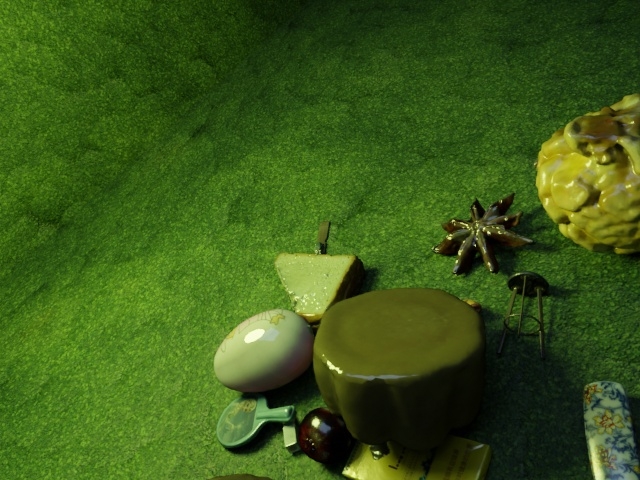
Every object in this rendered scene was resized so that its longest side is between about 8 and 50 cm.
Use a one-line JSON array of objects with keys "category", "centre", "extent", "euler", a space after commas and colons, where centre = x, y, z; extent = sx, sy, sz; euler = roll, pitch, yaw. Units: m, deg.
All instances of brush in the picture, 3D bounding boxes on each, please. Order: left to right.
[{"category": "brush", "centre": [0.000, 0.000, 1.879], "extent": [0.034, 0.028, 0.190], "euler": [-10, 41, 19]}]

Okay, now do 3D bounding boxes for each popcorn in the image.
[{"category": "popcorn", "centre": [0.702, -0.145, 1.394], "extent": [0.390, 0.354, 0.344], "euler": [31, 31, 2]}]

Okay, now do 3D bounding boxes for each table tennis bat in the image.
[{"category": "table tennis bat", "centre": [-0.159, 0.430, 1.466], "extent": [0.237, 0.038, 0.149], "euler": [-16, 35, 32]}]

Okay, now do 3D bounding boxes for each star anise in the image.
[{"category": "star anise", "centre": [0.429, -0.019, 1.591], "extent": [0.288, 0.088, 0.288], "euler": [-28, 39, 26]}]

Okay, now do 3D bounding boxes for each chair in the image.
[{"category": "chair", "centre": [0.463, 0.154, 1.374], "extent": [0.104, 0.095, 0.222], "euler": [4, 47, 22]}]

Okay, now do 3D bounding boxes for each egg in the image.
[{"category": "egg", "centre": [-0.142, 0.279, 1.523], "extent": [0.271, 0.196, 0.196], "euler": [-15, 40, 21]}]

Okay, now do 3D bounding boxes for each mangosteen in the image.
[{"category": "mangosteen", "centre": [0.022, 0.422, 1.334], "extent": [0.140, 0.140, 0.140], "euler": [-17, 40, 14]}]

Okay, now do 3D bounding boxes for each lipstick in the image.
[{"category": "lipstick", "centre": [-0.071, 0.438, 1.432], "extent": [0.030, 0.030, 0.129], "euler": [-24, 33, 6]}]

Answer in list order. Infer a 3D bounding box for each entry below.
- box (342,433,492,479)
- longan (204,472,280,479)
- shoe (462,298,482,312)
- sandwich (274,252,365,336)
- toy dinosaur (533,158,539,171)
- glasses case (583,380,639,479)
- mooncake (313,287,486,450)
[{"category": "box", "centre": [0.195, 0.458, 1.241], "extent": [0.278, 0.041, 0.153], "euler": [5, 50, 35]}, {"category": "longan", "centre": [-0.099, 0.604, 1.008], "extent": [0.435, 0.404, 0.404], "euler": [6, 44, 0]}, {"category": "shoe", "centre": [0.332, 0.177, 1.444], "extent": [0.109, 0.072, 0.069], "euler": [-18, 2, -23]}, {"category": "sandwich", "centre": [-0.039, 0.141, 1.687], "extent": [0.288, 0.100, 0.254], "euler": [3, 47, 33]}, {"category": "toy dinosaur", "centre": [0.729, -0.228, 1.664], "extent": [0.251, 0.072, 0.200], "euler": [-30, 27, 14]}, {"category": "glasses case", "centre": [0.535, 0.373, 1.110], "extent": [0.086, 0.065, 0.248], "euler": [-7, 44, 23]}, {"category": "mooncake", "centre": [0.170, 0.262, 1.296], "extent": [0.378, 0.201, 0.378], "euler": [-5, 24, 2]}]
